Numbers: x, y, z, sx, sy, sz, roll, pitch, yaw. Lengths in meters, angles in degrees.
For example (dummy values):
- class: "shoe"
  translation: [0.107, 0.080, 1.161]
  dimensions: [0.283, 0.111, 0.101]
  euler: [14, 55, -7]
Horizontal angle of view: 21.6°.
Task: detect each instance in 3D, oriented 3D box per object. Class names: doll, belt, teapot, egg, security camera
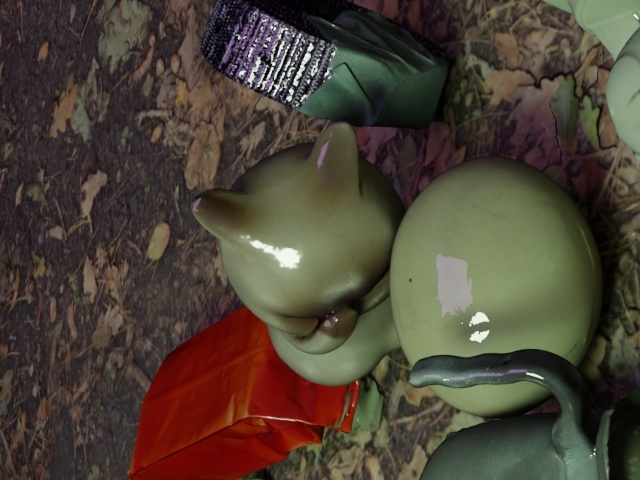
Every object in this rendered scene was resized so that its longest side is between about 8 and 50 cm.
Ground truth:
- class: "doll"
  translation: [0.013, 0.028, 1.863]
  dimensions: [0.215, 0.370, 0.226]
  euler: [-23, 74, 6]
- class: "belt"
  translation: [0.007, -0.221, 1.952]
  dimensions: [0.260, 0.325, 0.122]
  euler: [32, 108, 29]
- class: "teapot"
  translation: [0.238, 0.213, 1.561]
  dimensions: [0.285, 0.223, 0.305]
  euler: [-28, 84, 40]
- class: "egg"
  translation: [0.178, 0.046, 1.703]
  dimensions: [0.219, 0.219, 0.269]
  euler: [-13, 76, 55]
- class: "security camera"
  translation: [0.335, -0.199, 1.570]
  dimensions: [0.191, 0.197, 0.277]
  euler: [-33, 61, 37]

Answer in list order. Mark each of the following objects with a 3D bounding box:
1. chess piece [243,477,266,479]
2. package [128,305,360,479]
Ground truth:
- class: "chess piece"
  translation: [-0.049, 0.340, 2.128]
  dimensions: [0.149, 0.059, 0.059]
  euler: [3, 84, 53]
- class: "package"
  translation: [-0.102, 0.200, 2.152]
  dimensions: [0.423, 0.123, 0.196]
  euler: [-29, 43, 49]
